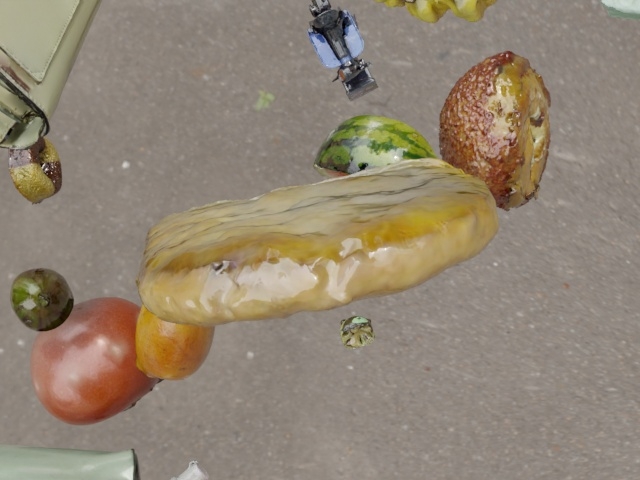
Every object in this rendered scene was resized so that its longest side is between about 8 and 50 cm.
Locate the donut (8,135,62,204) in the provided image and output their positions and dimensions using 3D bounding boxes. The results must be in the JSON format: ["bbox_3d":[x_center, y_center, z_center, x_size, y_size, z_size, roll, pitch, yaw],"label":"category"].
[{"bbox_3d":[-0.551,-0.144,1.652,0.059,0.140,0.141,-17,70,11],"label":"donut"}]

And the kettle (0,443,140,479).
[{"bbox_3d":[-0.465,0.466,1.239,0.250,0.376,0.361,-138,55,-69],"label":"kettle"}]

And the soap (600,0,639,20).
[{"bbox_3d":[0.656,-0.484,1.649,0.198,0.063,0.115,19,97,39],"label":"soap"}]

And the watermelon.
[{"bbox_3d":[0.097,-0.146,1.663,0.303,0.128,0.159,16,126,29],"label":"watermelon"}]

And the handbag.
[{"bbox_3d":[-0.402,-0.318,1.082,0.160,0.236,0.359,-22,43,34],"label":"handbag"}]

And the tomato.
[{"bbox_3d":[-0.424,0.228,1.626,0.255,0.256,0.225,-8,108,31],"label":"tomato"}]

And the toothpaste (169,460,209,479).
[{"bbox_3d":[-0.325,0.509,1.488,0.314,0.056,0.058,-40,75,-4],"label":"toothpaste"}]

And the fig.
[{"bbox_3d":[-0.461,0.099,1.416,0.103,0.109,0.154,-59,23,-12],"label":"fig"}]

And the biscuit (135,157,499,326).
[{"bbox_3d":[0.000,0.001,0.991,0.428,0.446,0.104,-12,103,-6],"label":"biscuit"}]

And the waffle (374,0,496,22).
[{"bbox_3d":[0.139,-0.322,0.734,0.329,0.062,0.329,-21,54,32],"label":"waffle"}]

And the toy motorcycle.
[{"bbox_3d":[0.052,-0.456,2.019,0.125,0.358,0.213,-27,84,8],"label":"toy motorcycle"}]

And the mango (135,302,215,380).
[{"bbox_3d":[-0.230,0.110,1.396,0.126,0.154,0.252,13,110,-3],"label":"mango"}]

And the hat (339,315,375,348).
[{"bbox_3d":[0.082,0.205,1.957,0.077,0.076,0.059,-17,36,5],"label":"hat"}]

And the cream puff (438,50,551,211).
[{"bbox_3d":[0.370,-0.235,1.846,0.228,0.350,0.351,7,84,30],"label":"cream puff"}]
